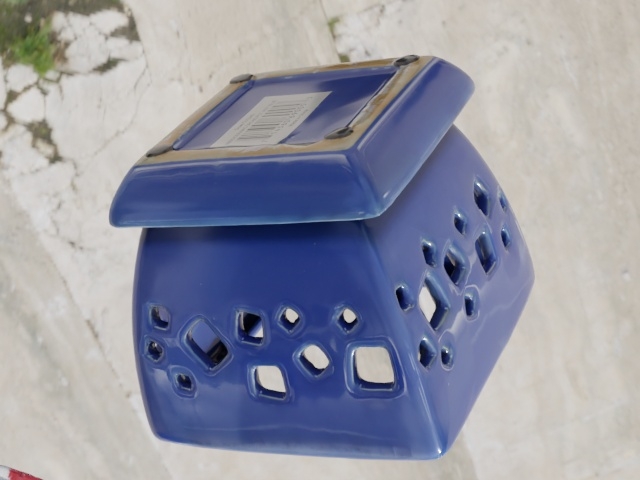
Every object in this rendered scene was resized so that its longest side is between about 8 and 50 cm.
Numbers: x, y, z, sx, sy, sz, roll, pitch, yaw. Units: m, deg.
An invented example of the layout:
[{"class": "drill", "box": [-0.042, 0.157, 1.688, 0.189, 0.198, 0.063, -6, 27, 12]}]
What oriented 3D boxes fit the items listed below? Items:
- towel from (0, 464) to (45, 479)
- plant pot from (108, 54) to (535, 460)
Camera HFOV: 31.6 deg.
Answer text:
[{"class": "towel", "box": [-0.141, 0.240, 0.590, 0.037, 0.237, 0.329, -20, 150, 20]}, {"class": "plant pot", "box": [0.000, 0.000, 0.808, 0.236, 0.236, 0.212, -1, 119, 28]}]
